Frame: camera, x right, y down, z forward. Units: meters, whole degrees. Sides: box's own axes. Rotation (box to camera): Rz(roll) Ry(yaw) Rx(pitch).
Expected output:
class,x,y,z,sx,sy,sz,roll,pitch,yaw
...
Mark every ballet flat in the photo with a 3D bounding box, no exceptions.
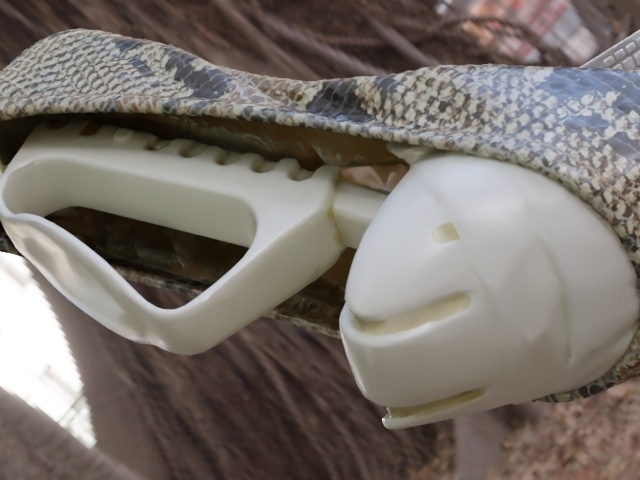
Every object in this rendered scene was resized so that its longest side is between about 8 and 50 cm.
class,x,y,z,sx,sy,sz,roll,pitch,yaw
ballet flat,0.000,0.000,0.641,0.182,0.483,0.164,-44,-45,-45

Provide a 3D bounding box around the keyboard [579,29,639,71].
class,x,y,z,sx,sy,sz,roll,pitch,yaw
keyboard,0.240,-0.117,0.943,0.256,0.072,0.014,-32,11,-26
